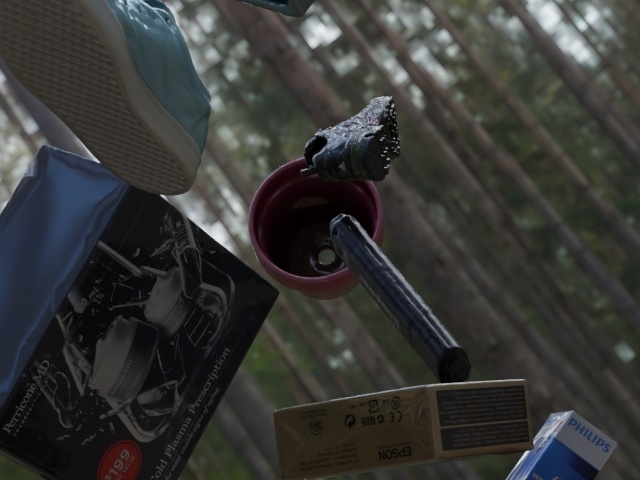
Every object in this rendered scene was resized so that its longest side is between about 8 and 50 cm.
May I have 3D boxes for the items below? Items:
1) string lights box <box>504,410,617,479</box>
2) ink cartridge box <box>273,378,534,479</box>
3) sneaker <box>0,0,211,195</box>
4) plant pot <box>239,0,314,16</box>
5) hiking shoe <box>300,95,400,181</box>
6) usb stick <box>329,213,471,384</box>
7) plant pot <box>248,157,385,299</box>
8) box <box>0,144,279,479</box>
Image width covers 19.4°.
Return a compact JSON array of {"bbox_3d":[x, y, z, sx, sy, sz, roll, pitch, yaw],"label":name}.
[{"bbox_3d":[0.265,0.345,2.394,0.260,0.077,0.133,-54,0,-9],"label":"string lights box"},{"bbox_3d":[0.096,0.217,2.146,0.234,0.088,0.193,-14,-11,40],"label":"ink cartridge box"},{"bbox_3d":[-0.216,-0.202,1.874,0.135,0.150,0.366,1,-33,21],"label":"sneaker"},{"bbox_3d":[-0.052,-0.380,1.600,0.252,0.247,0.248,-44,-52,-18],"label":"plant pot"},{"bbox_3d":[0.037,-0.129,2.387,0.114,0.086,0.227,-5,14,11],"label":"hiking shoe"},{"bbox_3d":[0.094,0.072,2.281,0.045,0.278,0.077,-34,-38,-6],"label":"usb stick"},{"bbox_3d":[0.000,0.000,2.804,0.201,0.201,0.180,-32,-22,-8],"label":"plant pot"},{"bbox_3d":[-0.266,0.119,2.220,0.312,0.179,0.343,40,-106,-46],"label":"box"}]
